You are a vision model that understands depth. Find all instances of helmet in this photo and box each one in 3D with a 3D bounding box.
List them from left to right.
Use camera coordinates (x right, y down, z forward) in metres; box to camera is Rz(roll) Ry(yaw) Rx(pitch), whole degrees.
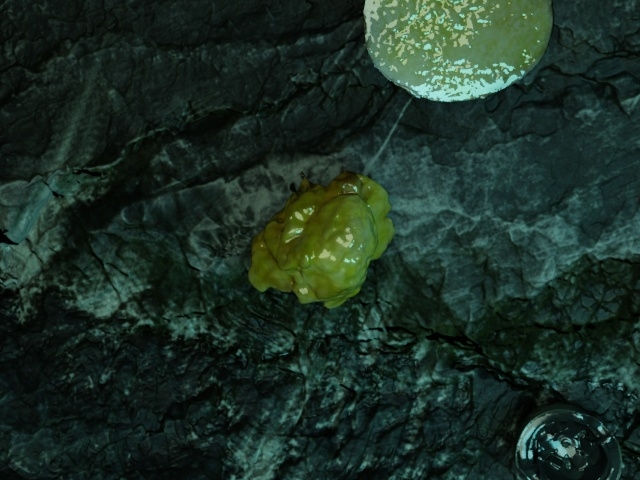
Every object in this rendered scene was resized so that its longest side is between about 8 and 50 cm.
[{"bbox_3d":[0.393,0.333,1.590,0.153,0.107,0.177,-40,106,9],"label":"helmet"}]

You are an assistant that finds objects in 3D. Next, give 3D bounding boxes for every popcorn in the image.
[{"bbox_3d":[0.004,0.000,1.587,0.191,0.190,0.253,34,97,-1],"label":"popcorn"}]

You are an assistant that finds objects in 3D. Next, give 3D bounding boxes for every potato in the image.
[{"bbox_3d":[0.211,-0.338,1.552,0.299,0.116,0.239,-9,100,1],"label":"potato"}]
